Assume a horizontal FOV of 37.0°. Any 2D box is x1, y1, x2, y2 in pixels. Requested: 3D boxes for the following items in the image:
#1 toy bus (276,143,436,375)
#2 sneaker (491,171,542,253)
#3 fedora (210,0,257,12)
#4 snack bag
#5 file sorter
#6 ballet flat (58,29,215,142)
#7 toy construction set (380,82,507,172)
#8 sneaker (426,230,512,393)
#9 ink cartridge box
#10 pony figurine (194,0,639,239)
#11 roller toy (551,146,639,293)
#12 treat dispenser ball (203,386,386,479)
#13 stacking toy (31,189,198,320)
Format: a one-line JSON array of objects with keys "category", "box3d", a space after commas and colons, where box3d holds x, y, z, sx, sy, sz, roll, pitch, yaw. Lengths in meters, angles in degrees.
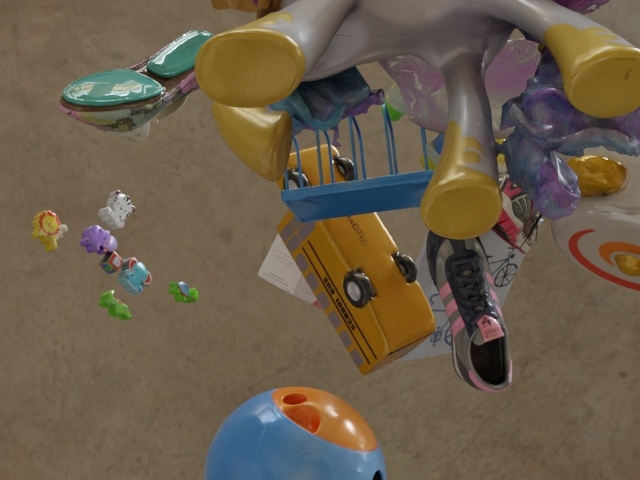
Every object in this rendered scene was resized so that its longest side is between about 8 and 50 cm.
[{"category": "toy bus", "box3d": [0.039, 0.023, 1.432, 0.108, 0.130, 0.333, -21, 73, -36]}, {"category": "sneaker", "box3d": [0.345, -0.054, 1.674, 0.121, 0.299, 0.112, 42, 95, 12]}, {"category": "fedora", "box3d": [-0.147, -0.452, 1.716, 0.194, 0.079, 0.194, 4, 15, -1]}, {"category": "snack bag", "box3d": [0.264, 0.093, 1.885, 0.323, 0.343, 0.037, -4, 35, -37]}, {"category": "file sorter", "box3d": [0.045, -0.093, 1.109, 0.170, 0.118, 0.104, -7, 78, 8]}, {"category": "ballet flat", "box3d": [-0.181, -0.152, 1.003, 0.077, 0.079, 0.221, 28, 42, 20]}, {"category": "toy construction set", "box3d": [0.187, -0.207, 1.204, 0.215, 0.151, 0.327, 43, 30, 1]}, {"category": "sneaker", "box3d": [0.270, 0.112, 1.642, 0.112, 0.131, 0.319, -20, 103, -11]}, {"category": "ink cartridge box", "box3d": [0.000, 0.000, 1.715, 0.092, 0.158, 0.218, 26, 87, 29]}, {"category": "pony figurine", "box3d": [0.080, -0.156, 0.627, 0.351, 0.303, 0.363, 1, 35, -6]}, {"category": "roller toy", "box3d": [0.355, -0.029, 1.034, 0.191, 0.209, 0.146, 18, 70, 20]}, {"category": "treat dispenser ball", "box3d": [-0.039, 0.373, 1.499, 0.288, 0.288, 0.288, 8, 56, -13]}, {"category": "stacking toy", "box3d": [-0.299, 0.027, 1.410, 0.221, 0.167, 0.052, 52, 42, -30]}]
